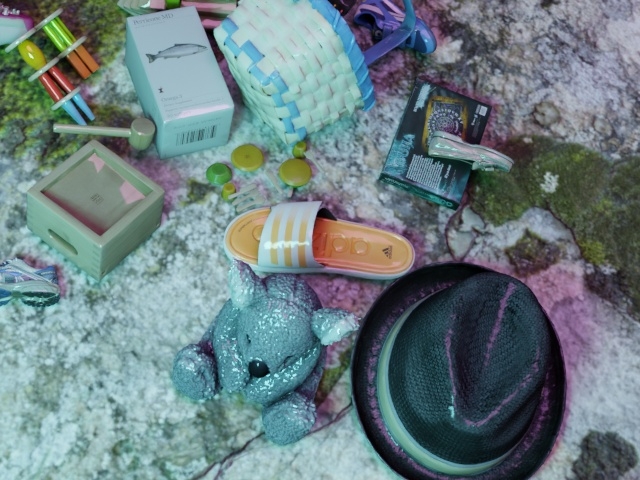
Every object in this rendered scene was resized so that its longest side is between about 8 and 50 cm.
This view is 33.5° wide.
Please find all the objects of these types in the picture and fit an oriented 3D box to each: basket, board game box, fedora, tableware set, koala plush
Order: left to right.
[{"bbox_3d":[-0.080,-0.099,1.521,0.154,0.024,0.104,-27,65,-20],"label":"tableware set"},{"bbox_3d":[-0.057,0.107,1.313,0.196,0.221,0.203,26,62,2],"label":"koala plush"},{"bbox_3d":[0.008,-0.294,1.490,0.289,0.254,0.201,-34,62,-7],"label":"basket"},{"bbox_3d":[0.173,-0.147,1.593,0.126,0.026,0.186,22,63,0],"label":"board game box"},{"bbox_3d":[0.198,0.159,1.380,0.334,0.152,0.334,4,64,-9],"label":"fedora"}]

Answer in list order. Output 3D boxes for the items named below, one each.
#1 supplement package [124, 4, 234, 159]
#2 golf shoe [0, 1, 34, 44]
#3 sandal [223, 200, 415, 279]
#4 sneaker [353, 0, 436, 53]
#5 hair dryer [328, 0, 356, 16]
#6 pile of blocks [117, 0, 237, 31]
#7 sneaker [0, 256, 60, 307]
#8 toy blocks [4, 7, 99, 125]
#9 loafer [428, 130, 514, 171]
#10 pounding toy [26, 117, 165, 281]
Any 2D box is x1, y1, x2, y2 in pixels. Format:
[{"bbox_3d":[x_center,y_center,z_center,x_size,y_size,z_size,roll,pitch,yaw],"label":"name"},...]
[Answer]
[{"bbox_3d":[-0.202,-0.224,1.508,0.105,0.105,0.179,-16,69,-18],"label":"supplement package"},{"bbox_3d":[-0.547,-0.267,1.469,0.306,0.140,0.115,-9,25,-34],"label":"golf shoe"},{"bbox_3d":[0.001,-0.009,1.453,0.265,0.076,0.102,5,61,-2],"label":"sandal"},{"bbox_3d":[0.115,-0.328,1.655,0.144,0.053,0.059,35,62,16],"label":"sneaker"},{"bbox_3d":[-0.044,-0.465,1.691,0.294,0.080,0.223,30,44,-1],"label":"hair dryer"},{"bbox_3d":[-0.275,-0.425,1.558,0.362,0.112,0.149,29,82,-2],"label":"pile of blocks"},{"bbox_3d":[-0.404,0.051,1.372,0.135,0.052,0.058,7,53,-16],"label":"sneaker"},{"bbox_3d":[-0.358,-0.240,1.505,0.148,0.054,0.123,53,40,-17],"label":"toy blocks"},{"bbox_3d":[0.218,-0.121,1.555,0.125,0.045,0.039,22,79,7],"label":"loafer"},{"bbox_3d":[-0.296,-0.076,1.432,0.181,0.094,0.206,35,54,12],"label":"pounding toy"}]
